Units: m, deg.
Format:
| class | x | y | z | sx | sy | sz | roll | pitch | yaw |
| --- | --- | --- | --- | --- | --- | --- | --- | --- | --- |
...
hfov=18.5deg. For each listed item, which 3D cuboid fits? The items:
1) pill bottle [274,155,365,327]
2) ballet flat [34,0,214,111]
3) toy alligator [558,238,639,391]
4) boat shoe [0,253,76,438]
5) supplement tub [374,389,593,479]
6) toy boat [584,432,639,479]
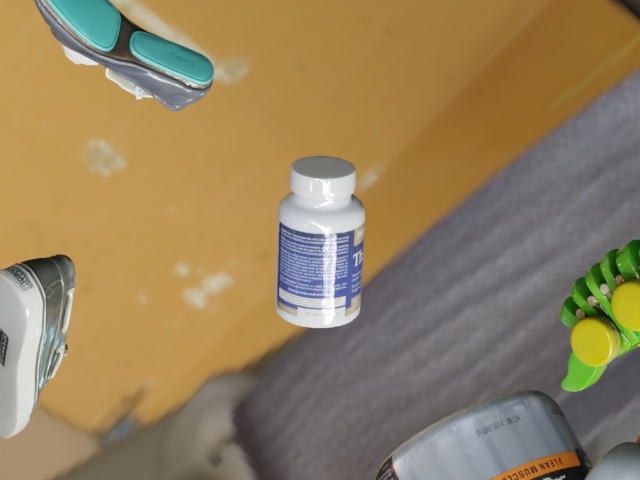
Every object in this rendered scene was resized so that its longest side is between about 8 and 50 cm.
| class | x | y | z | sx | sy | sz | roll | pitch | yaw |
| --- | --- | --- | --- | --- | --- | --- | --- | --- | --- |
| pill bottle | 0.000 | 0.000 | 1.486 | 0.067 | 0.120 | 0.067 | 2 | -156 | -1 |
| ballet flat | -0.198 | -0.182 | 1.860 | 0.203 | 0.074 | 0.074 | 29 | -164 | -21 |
| toy alligator | 0.187 | 0.017 | 1.100 | 0.056 | 0.189 | 0.051 | -20 | -111 | -48 |
| boat shoe | -0.256 | 0.096 | 1.738 | 0.070 | 0.219 | 0.078 | -24 | -118 | -33 |
| supplement tub | 0.192 | 0.308 | 1.728 | 0.316 | 0.193 | 0.193 | 62 | -163 | 21 |
| toy boat | 0.285 | 0.268 | 1.387 | 0.267 | 0.148 | 0.318 | -9 | 108 | 53 |
